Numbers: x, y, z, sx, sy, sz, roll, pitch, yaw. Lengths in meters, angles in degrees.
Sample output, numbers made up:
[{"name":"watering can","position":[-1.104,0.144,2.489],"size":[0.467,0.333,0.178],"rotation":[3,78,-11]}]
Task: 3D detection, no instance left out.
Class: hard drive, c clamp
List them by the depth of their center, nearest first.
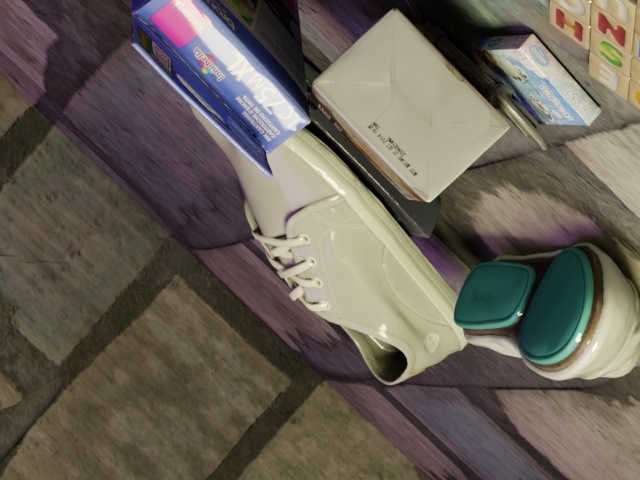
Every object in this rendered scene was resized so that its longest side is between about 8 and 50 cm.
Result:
[{"name":"c clamp","position":[0.132,-0.140,1.693],"size":[0.160,0.022,0.137],"rotation":[48,-178,38]},{"name":"hard drive","position":[0.017,-0.105,2.160],"size":[0.255,0.054,0.172],"rotation":[44,167,-16]}]

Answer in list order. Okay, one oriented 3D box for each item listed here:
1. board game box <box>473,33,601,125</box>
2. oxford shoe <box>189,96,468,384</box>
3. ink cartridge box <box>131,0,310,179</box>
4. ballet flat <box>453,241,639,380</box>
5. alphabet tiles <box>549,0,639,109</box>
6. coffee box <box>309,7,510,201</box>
[{"name":"board game box","position":[0.179,-0.133,1.640],"size":[0.090,0.020,0.090],"rotation":[46,167,-17]},{"name":"oxford shoe","position":[0.000,0.000,2.152],"size":[0.449,0.130,0.169],"rotation":[49,167,-28]},{"name":"ink cartridge box","position":[-0.090,-0.202,1.786],"size":[0.186,0.065,0.311],"rotation":[46,-158,-26]},{"name":"ballet flat","position":[0.251,0.078,1.957],"size":[0.139,0.139,0.400],"rotation":[44,172,-10]},{"name":"alphabet tiles","position":[0.262,-0.124,1.446],"size":[0.237,0.009,0.198],"rotation":[37,167,18]},{"name":"coffee box","position":[0.072,-0.114,1.723],"size":[0.141,0.098,0.246],"rotation":[47,180,-3]}]
